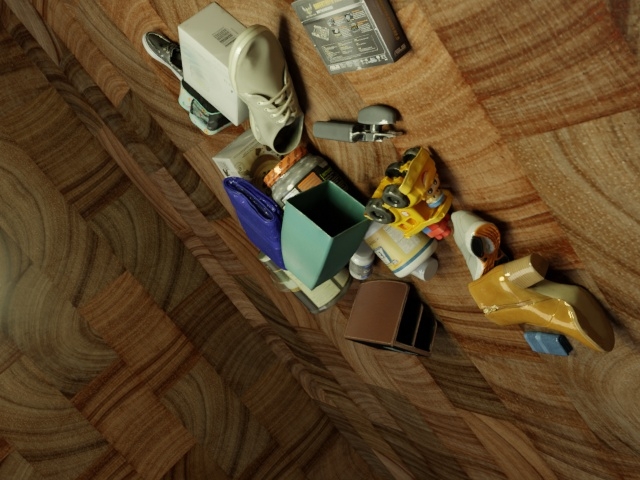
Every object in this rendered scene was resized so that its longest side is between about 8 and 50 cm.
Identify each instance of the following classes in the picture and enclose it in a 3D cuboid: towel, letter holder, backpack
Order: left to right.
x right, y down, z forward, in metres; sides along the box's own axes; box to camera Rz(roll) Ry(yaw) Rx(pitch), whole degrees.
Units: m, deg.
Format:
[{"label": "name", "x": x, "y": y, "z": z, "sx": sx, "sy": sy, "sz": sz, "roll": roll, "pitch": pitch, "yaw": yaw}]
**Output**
[{"label": "backpack", "x": -0.331, "y": -0.425, "z": 1.942, "sx": 0.188, "sy": 0.166, "sz": 0.144, "roll": 46, "pitch": 148, "yaw": 9}, {"label": "towel", "x": -0.172, "y": -0.053, "z": 1.960, "sx": 0.228, "sy": 0.076, "sz": 0.308, "roll": 41, "pitch": 163, "yaw": 27}, {"label": "letter holder", "x": 0.237, "y": 0.250, "z": 2.123, "sx": 0.152, "sy": 0.214, "sz": 0.302, "roll": 21, "pitch": 167, "yaw": -25}, {"label": "towel", "x": 0.581, "y": 0.261, "z": 1.652, "sx": 0.067, "sy": 0.029, "sz": 0.119, "roll": 53, "pitch": 157, "yaw": -16}]

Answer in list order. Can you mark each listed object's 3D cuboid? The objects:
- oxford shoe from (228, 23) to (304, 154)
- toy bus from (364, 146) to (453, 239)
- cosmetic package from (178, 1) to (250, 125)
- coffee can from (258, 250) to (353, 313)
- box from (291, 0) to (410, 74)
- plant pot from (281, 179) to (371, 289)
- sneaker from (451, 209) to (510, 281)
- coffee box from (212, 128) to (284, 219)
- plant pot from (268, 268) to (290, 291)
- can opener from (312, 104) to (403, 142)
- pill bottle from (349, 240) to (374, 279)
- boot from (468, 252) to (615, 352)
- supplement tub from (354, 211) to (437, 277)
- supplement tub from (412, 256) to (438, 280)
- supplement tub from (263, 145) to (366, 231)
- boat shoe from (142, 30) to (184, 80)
[{"label": "oxford shoe", "x": -0.124, "y": -0.374, "z": 1.665, "sx": 0.130, "sy": 0.169, "sz": 0.449, "roll": 43, "pitch": 165, "yaw": 22}, {"label": "toy bus", "x": 0.239, "y": -0.091, "z": 1.545, "sx": 0.212, "sy": 0.149, "sz": 0.220, "roll": 35, "pitch": 156, "yaw": -6}, {"label": "cosmetic package", "x": -0.260, "y": -0.478, "z": 1.769, "sx": 0.224, "sy": 0.138, "sz": 0.224, "roll": 42, "pitch": 158, "yaw": 12}, {"label": "coffee can", "x": -0.049, "y": 0.087, "z": 2.215, "sx": 0.275, "sy": 0.201, "sz": 0.202, "roll": 48, "pitch": 158, "yaw": -18}, {"label": "box", "x": 0.060, "y": -0.450, "z": 1.354, "sx": 0.231, "sy": 0.056, "sz": 0.183, "roll": 9, "pitch": 136, "yaw": 56}, {"label": "plant pot", "x": 0.000, "y": 0.000, "z": 1.682, "sx": 0.165, "sy": 0.166, "sz": 0.234, "roll": 40, "pitch": 136, "yaw": 24}, {"label": "sneaker", "x": 0.381, "y": 0.021, "z": 1.555, "sx": 0.121, "sy": 0.099, "sz": 0.262, "roll": 55, "pitch": 172, "yaw": 45}, {"label": "coffee box", "x": -0.186, "y": -0.191, "z": 2.073, "sx": 0.119, "sy": 0.168, "sz": 0.297, "roll": 13, "pitch": 141, "yaw": 53}, {"label": "plant pot", "x": -0.133, "y": 0.077, "z": 2.421, "sx": 0.167, "sy": 0.167, "sz": 0.165, "roll": 26, "pitch": 151, "yaw": 40}, {"label": "can opener", "x": 0.088, "y": -0.289, "z": 1.585, "sx": 0.284, "sy": 0.076, "sz": 0.095, "roll": 18, "pitch": 112, "yaw": 50}, {"label": "pill bottle", "x": 0.132, "y": 0.060, "z": 2.045, "sx": 0.078, "sy": 0.078, "sz": 0.137, "roll": 38, "pitch": 156, "yaw": 21}, {"label": "boot", "x": 0.497, "y": 0.164, "z": 1.473, "sx": 0.295, "sy": 0.104, "sz": 0.211, "roll": 44, "pitch": 143, "yaw": -3}, {"label": "supplement tub", "x": 0.197, "y": -0.017, "z": 1.715, "sx": 0.199, "sy": 0.144, "sz": 0.144, "roll": 47, "pitch": 158, "yaw": -2}, {"label": "supplement tub", "x": 0.269, "y": 0.063, "z": 1.819, "sx": 0.107, "sy": 0.071, "sz": 0.071, "roll": 29, "pitch": 152, "yaw": 36}, {"label": "supplement tub", "x": -0.003, "y": -0.108, "z": 1.856, "sx": 0.316, "sy": 0.193, "sz": 0.193, "roll": 48, "pitch": 158, "yaw": -2}, {"label": "boat shoe", "x": -0.464, "y": -0.582, "z": 2.035, "sx": 0.228, "sy": 0.080, "sz": 0.076, "roll": 47, "pitch": 152, "yaw": -5}]
